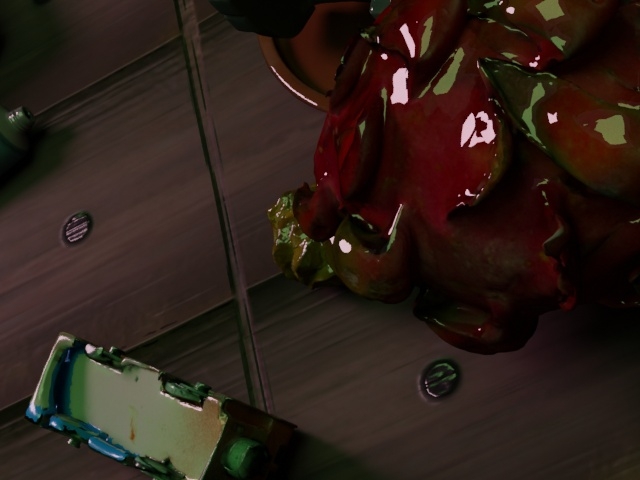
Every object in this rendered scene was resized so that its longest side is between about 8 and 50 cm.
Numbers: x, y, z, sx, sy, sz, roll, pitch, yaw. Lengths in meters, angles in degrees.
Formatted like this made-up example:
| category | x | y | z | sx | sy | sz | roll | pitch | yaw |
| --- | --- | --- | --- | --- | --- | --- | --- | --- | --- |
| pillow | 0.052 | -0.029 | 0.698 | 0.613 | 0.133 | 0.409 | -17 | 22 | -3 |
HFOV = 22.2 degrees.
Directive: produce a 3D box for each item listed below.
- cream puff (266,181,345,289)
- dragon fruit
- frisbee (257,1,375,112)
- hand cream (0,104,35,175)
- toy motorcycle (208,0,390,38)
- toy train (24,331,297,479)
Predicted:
| category | x | y | z | sx | sy | sz | roll | pitch | yaw |
| --- | --- | --- | --- | --- | --- | --- | --- | --- | --- |
| cream puff | 0.000 | 0.000 | 1.092 | 0.083 | 0.083 | 0.058 | 35 | 127 | 28 |
| dragon fruit | 0.123 | -0.052 | 0.905 | 0.307 | 0.243 | 0.227 | 155 | 130 | -75 |
| frisbee | 0.064 | -0.196 | 1.177 | 0.251 | 0.021 | 0.250 | -16 | 57 | 26 |
| hand cream | -0.318 | -0.040 | 1.325 | 0.224 | 0.048 | 0.083 | -36 | 54 | 18 |
| toy motorcycle | -0.029 | -0.238 | 1.036 | 0.191 | 0.326 | 0.199 | 10 | 73 | 36 |
| toy train | -0.102 | 0.121 | 1.061 | 0.188 | 0.099 | 0.072 | 17 | 78 | 36 |
